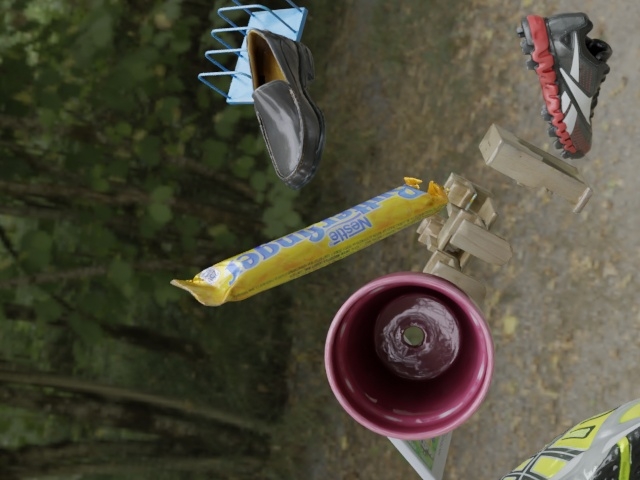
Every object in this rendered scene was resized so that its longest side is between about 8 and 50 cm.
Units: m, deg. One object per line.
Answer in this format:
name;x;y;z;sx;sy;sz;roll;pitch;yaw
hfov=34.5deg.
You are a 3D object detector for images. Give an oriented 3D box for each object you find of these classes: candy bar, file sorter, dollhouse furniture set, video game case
candy bar;0.000;0.000;0.536;0.040;0.161;0.018;19;127;53
file sorter;-0.115;-0.325;1.699;0.118;0.104;0.170;5;73;37
dollhouse furniture set;0.278;-0.030;1.592;0.242;0.161;0.212;-60;10;20
video game case;0.149;0.264;1.688;0.023;0.212;0.193;-27;23;32

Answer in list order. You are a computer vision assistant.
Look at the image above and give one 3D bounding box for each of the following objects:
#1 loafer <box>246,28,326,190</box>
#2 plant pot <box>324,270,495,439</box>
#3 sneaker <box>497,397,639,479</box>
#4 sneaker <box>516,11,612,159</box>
loafer;-0.039;-0.120;0.927;0.062;0.061;0.170;-37;47;30
plant pot;0.117;0.133;1.294;0.180;0.201;0.201;-24;-54;-80
sneaker;0.269;0.304;1.160;0.145;0.384;0.147;64;180;-5
sneaker;0.414;-0.252;1.665;0.098;0.135;0.276;-87;-24;-54
